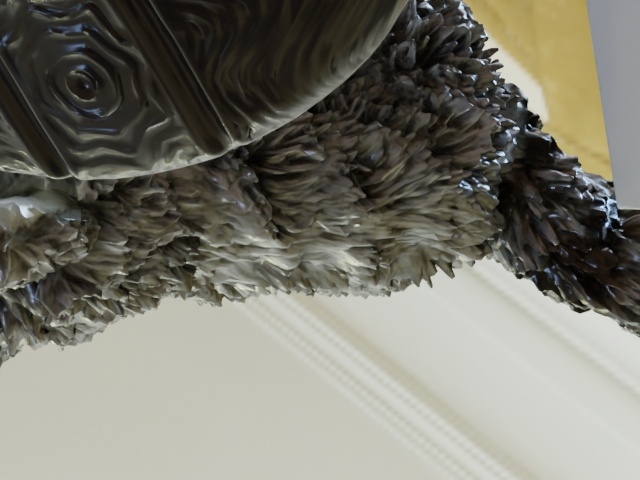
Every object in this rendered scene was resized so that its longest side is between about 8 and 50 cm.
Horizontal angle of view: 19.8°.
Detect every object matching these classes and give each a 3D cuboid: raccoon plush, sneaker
[{"bbox_3d":[0.000,0.000,0.950,0.446,0.216,0.299,23,-128,14],"label":"raccoon plush"},{"bbox_3d":[-0.121,-0.151,0.758,0.447,0.169,0.257,-9,-146,36],"label":"sneaker"}]

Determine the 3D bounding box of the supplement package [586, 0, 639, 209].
[{"bbox_3d":[0.247,-0.156,0.898,0.204,0.262,0.145,2,-159,38],"label":"supplement package"}]
